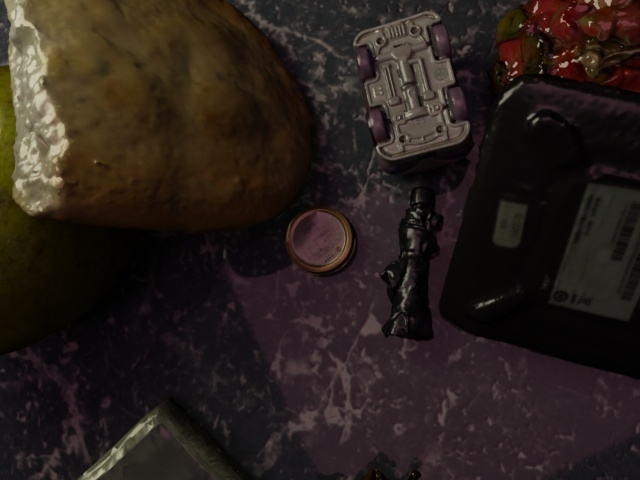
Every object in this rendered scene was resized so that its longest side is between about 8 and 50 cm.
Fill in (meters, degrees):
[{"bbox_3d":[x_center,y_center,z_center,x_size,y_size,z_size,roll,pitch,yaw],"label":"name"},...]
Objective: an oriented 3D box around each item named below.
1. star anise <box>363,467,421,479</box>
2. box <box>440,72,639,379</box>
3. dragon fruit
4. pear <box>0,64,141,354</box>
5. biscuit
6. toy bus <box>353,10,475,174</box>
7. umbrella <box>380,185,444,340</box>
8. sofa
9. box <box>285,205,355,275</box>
[{"bbox_3d":[0.040,0.413,0.721,0.220,0.125,0.190,-15,35,14],"label":"star anise"},{"bbox_3d":[0.343,0.002,0.666,0.351,0.091,0.358,12,119,10],"label":"box"},{"bbox_3d":[0.387,-0.246,0.695,0.314,0.263,0.296,43,91,15],"label":"dragon fruit"},{"bbox_3d":[-0.416,-0.043,0.788,0.352,0.352,0.412,17,89,13],"label":"pear"},{"bbox_3d":[-0.193,-0.200,0.744,0.104,0.447,0.428,-40,52,43],"label":"biscuit"},{"bbox_3d":[0.133,-0.197,0.799,0.142,0.142,0.202,-13,78,9],"label":"toy bus"},{"bbox_3d":[0.129,0.031,0.806,0.071,0.080,0.224,-2,75,46],"label":"umbrella"},{"bbox_3d":[-0.231,0.382,0.812,0.210,0.176,0.225,37,61,14],"label":"sofa"},{"bbox_3d":[0.000,0.000,0.848,0.106,0.037,0.105,-2,80,12],"label":"box"}]
